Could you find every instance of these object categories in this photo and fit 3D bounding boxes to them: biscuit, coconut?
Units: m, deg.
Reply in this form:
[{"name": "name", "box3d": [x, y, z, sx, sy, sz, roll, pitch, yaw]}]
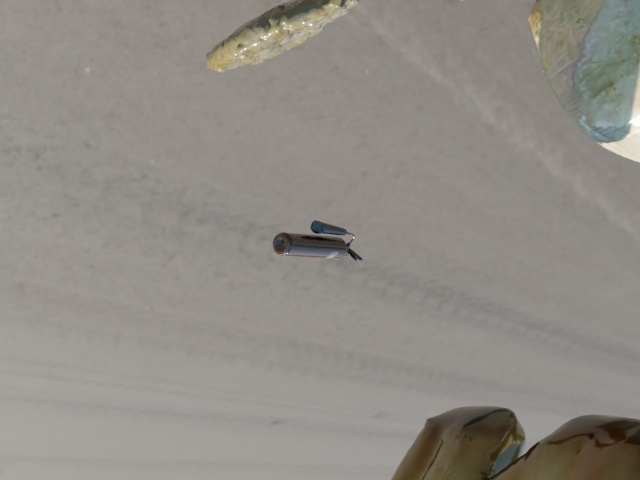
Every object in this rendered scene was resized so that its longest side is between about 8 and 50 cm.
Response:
[{"name": "biscuit", "box3d": [0.076, 0.225, 0.599, 0.062, 0.291, 0.237, 45, 155, -15]}, {"name": "coconut", "box3d": [0.245, -0.146, 0.705, 0.194, 0.194, 0.194, -8, 158, -3]}, {"name": "biscuit", "box3d": [-0.051, -0.206, 0.977, 0.141, 0.038, 0.290, -27, -171, -12]}]

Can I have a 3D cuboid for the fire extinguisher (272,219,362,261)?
[{"name": "fire extinguisher", "box3d": [0.000, 0.000, 1.247, 0.035, 0.049, 0.173, 3, 179, 31]}]
